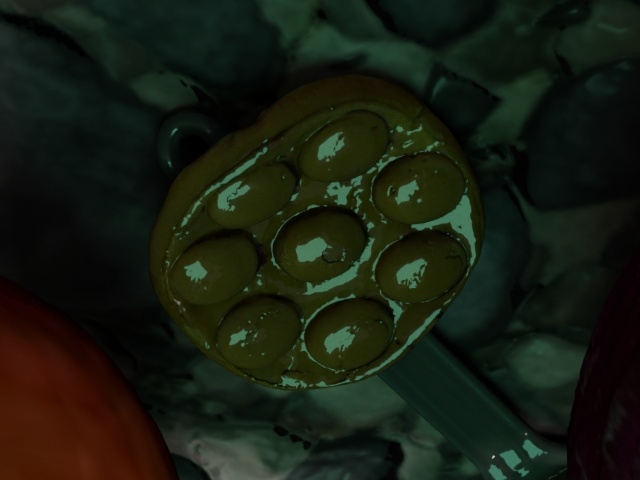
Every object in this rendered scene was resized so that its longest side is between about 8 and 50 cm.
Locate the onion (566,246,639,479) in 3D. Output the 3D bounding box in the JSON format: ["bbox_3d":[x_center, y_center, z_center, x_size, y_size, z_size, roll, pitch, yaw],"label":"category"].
[{"bbox_3d":[0.179,0.008,0.485,0.267,0.159,0.349,-20,125,2],"label":"onion"}]

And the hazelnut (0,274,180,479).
[{"bbox_3d":[-0.226,0.160,0.500,0.421,0.353,0.421,-19,137,-19],"label":"hazelnut"}]

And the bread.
[{"bbox_3d":[0.000,0.000,0.540,0.110,0.024,0.110,-7,121,-12],"label":"bread"}]

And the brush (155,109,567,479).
[{"bbox_3d":[0.032,0.045,0.601,0.062,0.027,0.266,-36,125,14],"label":"brush"}]
